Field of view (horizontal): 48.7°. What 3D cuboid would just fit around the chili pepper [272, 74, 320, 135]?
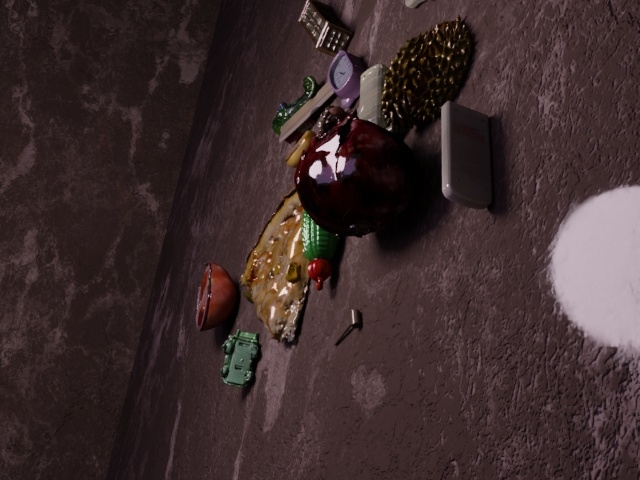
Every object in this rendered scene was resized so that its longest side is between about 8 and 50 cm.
[{"bbox_3d":[-0.075,-0.392,2.128,0.257,0.074,0.100,-42,52,40],"label":"chili pepper"}]

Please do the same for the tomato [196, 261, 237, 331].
[{"bbox_3d":[-0.324,0.187,2.225,0.199,0.112,0.228,121,155,-48],"label":"tomato"}]

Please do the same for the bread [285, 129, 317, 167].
[{"bbox_3d":[-0.046,-0.249,1.966,0.115,0.056,0.082,-49,11,21],"label":"bread"}]

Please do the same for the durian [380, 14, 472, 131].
[{"bbox_3d":[0.215,-0.322,1.381,0.139,0.144,0.252,-26,-44,-67],"label":"durian"}]

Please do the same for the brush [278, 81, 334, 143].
[{"bbox_3d":[-0.014,-0.374,2.010,0.321,0.050,0.060,-37,38,44],"label":"brush"}]

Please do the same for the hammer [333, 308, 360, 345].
[{"bbox_3d":[0.051,0.185,1.454,0.035,0.019,0.110,-93,27,-42],"label":"hammer"}]

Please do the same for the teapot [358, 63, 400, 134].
[{"bbox_3d":[0.139,-0.290,1.542,0.107,0.077,0.200,-23,50,37],"label":"teapot"}]

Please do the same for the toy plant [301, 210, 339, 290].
[{"bbox_3d":[-0.002,-0.005,1.643,0.154,0.088,0.240,167,108,-79],"label":"toy plant"}]

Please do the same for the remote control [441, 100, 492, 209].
[{"bbox_3d":[0.239,-0.139,1.160,0.029,0.087,0.190,134,146,-54],"label":"remote control"}]

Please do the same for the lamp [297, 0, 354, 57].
[{"bbox_3d":[0.009,-0.630,2.086,0.090,0.089,0.325,-63,23,24],"label":"lamp"}]

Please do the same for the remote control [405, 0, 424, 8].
[{"bbox_3d":[0.231,-0.564,1.580,0.122,0.032,0.074,11,83,67],"label":"remote control"}]

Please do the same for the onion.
[{"bbox_3d":[0.075,-0.120,1.367,0.281,0.221,0.281,178,90,-66],"label":"onion"}]

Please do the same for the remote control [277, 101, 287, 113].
[{"bbox_3d":[-0.117,-0.413,2.306,0.152,0.027,0.043,-115,41,-62],"label":"remote control"}]

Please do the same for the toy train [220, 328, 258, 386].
[{"bbox_3d":[-0.214,0.316,1.904,0.081,0.099,0.149,59,-140,-81],"label":"toy train"}]

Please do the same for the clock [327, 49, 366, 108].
[{"bbox_3d":[0.062,-0.415,1.816,0.110,0.050,0.152,-53,32,26],"label":"clock"}]

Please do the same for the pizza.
[{"bbox_3d":[-0.120,0.056,1.883,0.392,0.080,0.435,-17,56,64],"label":"pizza"}]
